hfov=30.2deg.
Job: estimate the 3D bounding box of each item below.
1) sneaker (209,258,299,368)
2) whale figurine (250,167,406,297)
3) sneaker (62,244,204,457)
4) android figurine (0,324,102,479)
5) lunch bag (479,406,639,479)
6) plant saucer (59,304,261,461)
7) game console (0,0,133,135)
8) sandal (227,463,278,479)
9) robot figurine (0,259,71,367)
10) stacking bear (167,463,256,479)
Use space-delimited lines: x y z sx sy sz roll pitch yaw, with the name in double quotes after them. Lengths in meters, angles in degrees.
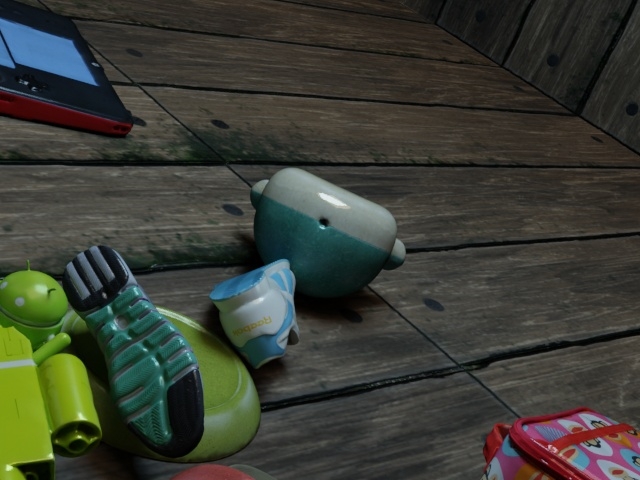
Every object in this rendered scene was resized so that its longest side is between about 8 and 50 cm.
-0.067 0.079 1.312 0.228 0.087 0.092 -49 116 -80 "sneaker"
0.000 0.000 1.516 0.216 0.141 0.272 25 -1 1 "whale figurine"
-0.154 0.105 1.087 0.223 0.083 0.098 59 1 28 "sneaker"
-0.304 0.139 0.935 0.248 0.056 0.273 -4 34 -18 "android figurine"
0.280 0.257 1.172 0.258 0.120 0.293 31 12 27 "lunch bag"
-0.165 0.125 1.170 0.241 0.037 0.241 21 23 -9 "plant saucer"
-0.473 -0.284 1.723 0.342 0.060 0.386 8 28 -31 "game console"
-0.010 0.246 1.043 0.180 0.049 0.072 32 24 17 "sandal"
-0.269 0.077 1.073 0.101 0.115 0.067 37 26 26 "robot figurine"
-0.147 0.266 0.754 0.175 0.164 0.289 35 30 25 "stacking bear"
